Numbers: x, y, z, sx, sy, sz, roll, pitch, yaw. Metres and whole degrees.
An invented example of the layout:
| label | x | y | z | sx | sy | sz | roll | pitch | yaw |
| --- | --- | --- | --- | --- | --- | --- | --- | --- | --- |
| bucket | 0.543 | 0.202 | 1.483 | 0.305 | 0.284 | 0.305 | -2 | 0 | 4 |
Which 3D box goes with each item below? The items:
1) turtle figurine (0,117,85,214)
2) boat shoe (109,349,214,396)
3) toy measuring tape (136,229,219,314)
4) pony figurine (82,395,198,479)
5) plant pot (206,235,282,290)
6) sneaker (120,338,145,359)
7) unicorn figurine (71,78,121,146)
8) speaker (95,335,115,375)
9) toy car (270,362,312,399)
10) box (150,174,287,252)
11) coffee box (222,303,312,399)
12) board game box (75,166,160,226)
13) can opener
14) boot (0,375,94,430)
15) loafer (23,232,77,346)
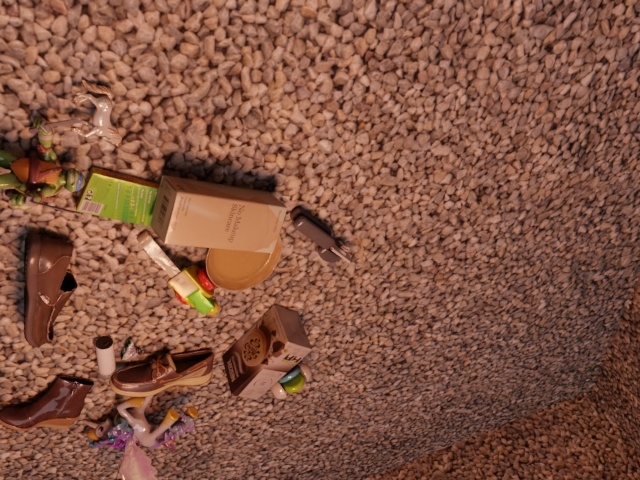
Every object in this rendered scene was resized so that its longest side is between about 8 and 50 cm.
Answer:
| label | x | y | z | sx | sy | sz | roll | pitch | yaw |
| --- | --- | --- | --- | --- | --- | --- | --- | --- | --- |
| turtle figurine | -0.633 | -0.168 | 1.287 | 0.266 | 0.275 | 0.197 | 3 | 97 | -22 |
| boat shoe | -0.508 | 0.415 | 1.995 | 0.342 | 0.123 | 0.123 | 0 | 124 | -30 |
| toy measuring tape | -0.397 | 0.086 | 1.746 | 0.121 | 0.121 | 0.330 | -33 | 115 | 8 |
| pony figurine | -0.605 | 0.668 | 2.123 | 0.363 | 0.303 | 0.351 | -38 | 105 | 18 |
| plant pot | -0.223 | 0.038 | 1.770 | 0.236 | 0.032 | 0.236 | -18 | 128 | -24 |
| sneaker | -0.587 | 0.344 | 1.941 | 0.069 | 0.038 | 0.098 | 7 | 139 | -33 |
| unicorn figurine | -0.489 | -0.266 | 1.349 | 0.111 | 0.060 | 0.162 | 3 | 131 | -27 |
| speaker | -0.666 | 0.357 | 1.900 | 0.055 | 0.055 | 0.136 | -6 | 135 | -20 |
| toy car | -0.131 | 0.454 | 2.165 | 0.159 | 0.182 | 0.136 | -31 | 135 | -22 |
| box | -0.259 | -0.063 | 1.578 | 0.311 | 0.121 | 0.148 | 5 | 112 | -35 |
| coffee box | -0.186 | 0.380 | 2.067 | 0.119 | 0.168 | 0.297 | 25 | 118 | -41 |
| board game box | -0.466 | -0.099 | 1.548 | 0.259 | 0.039 | 0.124 | 15 | 124 | -34 |
| can opener | 0.000 | 0.000 | 1.840 | 0.093 | 0.074 | 0.280 | -36 | 137 | 13 |
| boot | -0.875 | 0.506 | 1.953 | 0.248 | 0.090 | 0.207 | 18 | 111 | -36 |
| loafer | -0.705 | 0.143 | 1.605 | 0.130 | 0.134 | 0.366 | 1 | 132 | -26 |
